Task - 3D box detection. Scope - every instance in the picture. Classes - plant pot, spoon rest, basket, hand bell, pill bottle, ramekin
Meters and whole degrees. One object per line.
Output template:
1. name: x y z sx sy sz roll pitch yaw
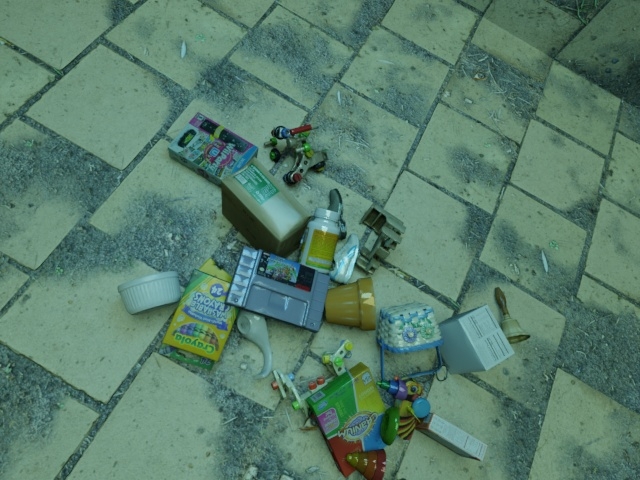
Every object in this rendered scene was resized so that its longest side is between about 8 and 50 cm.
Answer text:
1. plant pot: 0.113 0.253 1.633 0.187 0.205 0.205 -4 70 2
2. spoon rest: -0.241 0.367 1.552 0.084 0.137 0.277 -4 75 -56
3. basket: 0.341 0.398 1.625 0.254 0.201 0.289 -10 100 -16
4. hand bell: 0.808 0.314 1.818 0.126 0.126 0.242 2 58 -12
5. pill bottle: 0.000 0.000 1.678 0.136 0.136 0.246 14 90 -7
6. ramekin: -0.598 0.189 1.484 0.207 0.207 0.109 -16 84 -18

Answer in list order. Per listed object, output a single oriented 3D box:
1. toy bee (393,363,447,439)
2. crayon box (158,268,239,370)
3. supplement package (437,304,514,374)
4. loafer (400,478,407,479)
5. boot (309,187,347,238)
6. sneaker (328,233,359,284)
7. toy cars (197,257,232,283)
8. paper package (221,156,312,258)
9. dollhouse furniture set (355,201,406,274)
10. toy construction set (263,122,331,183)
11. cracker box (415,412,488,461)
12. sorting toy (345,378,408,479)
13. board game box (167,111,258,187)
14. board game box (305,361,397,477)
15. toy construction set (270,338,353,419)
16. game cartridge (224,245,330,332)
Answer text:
1. toy bee: 0.321 0.573 1.548 0.162 0.195 0.298 28 70 -15
2. crayon box: -0.420 0.288 1.492 0.203 0.083 0.323 23 82 -13
3. supplement package: 0.577 0.394 1.635 0.145 0.262 0.204 -22 76 -19
4. loafer: 0.338 0.929 1.499 0.056 0.050 0.148 -39 82 -22
5. boot: 0.018 -0.111 1.800 0.161 0.083 0.247 -5 70 -8
6. sneaker: 0.100 0.066 1.747 0.092 0.087 0.229 19 65 -3
7. toy cars: -0.283 0.160 1.627 0.393 0.087 0.177 2 87 -16
8. paper package: -0.216 -0.101 1.615 0.168 0.309 0.325 -41 82 -24
9. dollhouse furniture set: 0.233 -0.026 1.749 0.161 0.212 0.242 34 40 -1
10. toy construction set: -0.059 -0.406 1.784 0.237 0.309 0.258 -23 84 -24
11. cracker box: 0.473 0.722 1.549 0.232 0.156 0.067 32 66 0
12. sorting toy: 0.185 0.643 1.433 0.126 0.127 0.366 18 89 -3
13. board game box: -0.452 -0.375 1.781 0.303 0.097 0.224 31 67 -1
14. board game box: 0.116 0.631 1.478 0.242 0.064 0.317 -28 106 -20
15. toy construction set: -0.011 0.510 1.521 0.327 0.151 0.215 -18 99 -10
16. game cartridge: -0.147 0.176 1.525 0.355 0.068 0.230 21 67 -16
